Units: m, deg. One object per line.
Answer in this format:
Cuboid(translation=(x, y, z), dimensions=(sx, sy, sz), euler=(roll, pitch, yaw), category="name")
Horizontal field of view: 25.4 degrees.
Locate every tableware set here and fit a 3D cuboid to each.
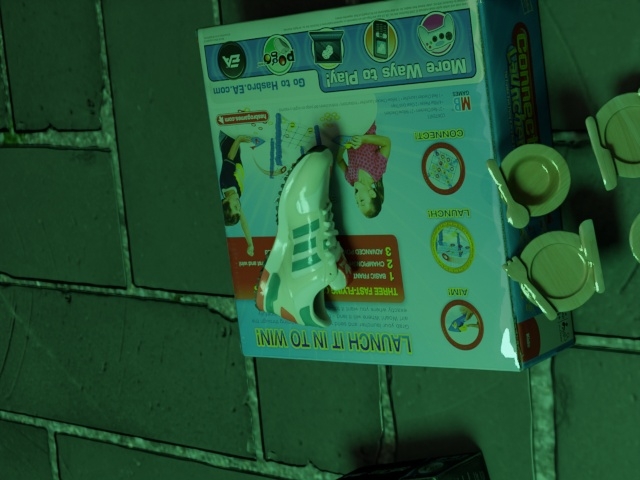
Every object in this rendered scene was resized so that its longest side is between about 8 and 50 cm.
Cuboid(translation=(0.209, -0.026, 1.070), dimensions=(0.169, 0.020, 0.141), euler=(-23, 98, 6), category="tableware set")

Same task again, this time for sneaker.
Cuboid(translation=(0.000, 0.000, 1.177), dimensions=(0.075, 0.057, 0.161), euler=(24, 115, 16), category="sneaker")

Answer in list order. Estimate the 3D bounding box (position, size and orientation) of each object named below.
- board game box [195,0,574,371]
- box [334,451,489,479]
Cuboid(translation=(0.049, -0.050, 1.208), dimensions=(0.308, 0.086, 0.302), euler=(0, 101, 41), category="board game box")
Cuboid(translation=(0.090, 0.291, 1.265), dimensions=(0.147, 0.077, 0.180), euler=(-14, 91, 41), category="box")
